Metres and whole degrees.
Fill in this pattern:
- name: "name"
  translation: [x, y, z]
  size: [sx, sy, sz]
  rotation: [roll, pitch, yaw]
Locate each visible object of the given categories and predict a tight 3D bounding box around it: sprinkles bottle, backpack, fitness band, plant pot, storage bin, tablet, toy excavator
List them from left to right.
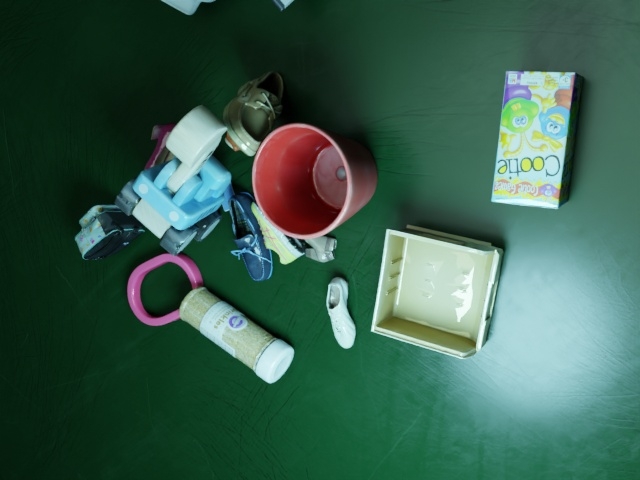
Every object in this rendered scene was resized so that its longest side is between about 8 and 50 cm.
- name: "backpack"
  translation: [-0.682, -0.025, 2.074]
  size: [0.188, 0.165, 0.144]
  rotation: [-42, 76, 24]
- name: "fitness band"
  translation: [-0.494, 0.154, 2.065]
  size: [0.290, 0.054, 0.209]
  rotation: [-24, 86, 29]
- name: "toy excavator"
  translation: [-0.342, -0.180, 1.703]
  size: [0.222, 0.433, 0.445]
  rotation: [41, 114, 1]
- name: "tablet"
  translation: [-0.273, -0.132, 1.921]
  size: [0.054, 0.006, 0.083]
  rotation: [-19, 89, 31]
- name: "sprinkles bottle"
  translation: [-0.248, 0.270, 1.908]
  size: [0.355, 0.121, 0.121]
  rotation: [31, 112, 22]
- name: "plant pot"
  translation: [0.007, -0.155, 1.625]
  size: [0.274, 0.243, 0.275]
  rotation: [5, 101, 29]
- name: "storage bin"
  translation: [0.282, 0.119, 1.587]
  size: [0.260, 0.123, 0.263]
  rotation: [14, 104, 27]

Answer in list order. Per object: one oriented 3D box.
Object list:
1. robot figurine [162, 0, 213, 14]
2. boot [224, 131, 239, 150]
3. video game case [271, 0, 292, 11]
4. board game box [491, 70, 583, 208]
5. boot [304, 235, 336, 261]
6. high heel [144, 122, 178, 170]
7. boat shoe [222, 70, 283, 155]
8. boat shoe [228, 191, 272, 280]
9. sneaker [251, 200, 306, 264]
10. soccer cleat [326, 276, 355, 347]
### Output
- name: "robot figurine"
  translation: [-0.307, -0.777, 1.718]
  size: [0.353, 0.199, 0.300]
  rotation: [-49, 38, 29]
- name: "boot"
  translation: [-0.207, -0.277, 1.835]
  size: [0.158, 0.059, 0.085]
  rotation: [39, 118, 27]
- name: "video game case"
  translation: [-0.096, -0.747, 1.585]
  size: [0.248, 0.035, 0.275]
  rotation: [-43, 104, 2]
- name: "board game box"
  translation: [0.470, -0.219, 1.415]
  size: [0.141, 0.144, 0.276]
  rotation: [9, 103, 27]
- name: "boot"
  translation: [0.000, 0.000, 1.776]
  size: [0.086, 0.042, 0.119]
  rotation: [-1, 99, 23]
- name: "high heel"
  translation: [-0.460, -0.230, 1.967]
  size: [0.117, 0.082, 0.244]
  rotation: [8, 90, 38]
- name: "boat shoe"
  translation: [-0.160, -0.337, 1.656]
  size: [0.110, 0.341, 0.121]
  rotation: [-31, 121, 24]
- name: "boat shoe"
  translation: [-0.217, -0.004, 1.863]
  size: [0.109, 0.089, 0.259]
  rotation: [-21, 88, 30]
- name: "sneaker"
  translation: [-0.135, -0.020, 1.821]
  size: [0.094, 0.081, 0.209]
  rotation: [-45, 75, 32]
- name: "soccer cleat"
  translation: [0.049, 0.197, 1.756]
  size: [0.068, 0.076, 0.197]
  rotation: [-4, 97, 29]
